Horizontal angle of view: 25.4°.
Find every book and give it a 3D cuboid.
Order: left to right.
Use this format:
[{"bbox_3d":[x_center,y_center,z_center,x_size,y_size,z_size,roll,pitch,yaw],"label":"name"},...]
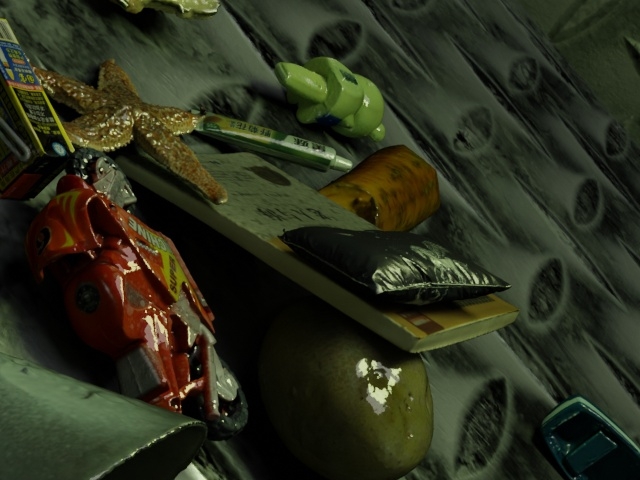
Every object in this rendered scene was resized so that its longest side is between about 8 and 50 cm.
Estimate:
[{"bbox_3d":[0.000,0.000,1.492,0.389,0.032,0.269,31,17,23],"label":"book"}]

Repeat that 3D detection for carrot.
[{"bbox_3d":[0.070,-0.049,1.775,0.114,0.114,0.302,52,26,3],"label":"carrot"}]

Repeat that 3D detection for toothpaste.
[{"bbox_3d":[-0.058,-0.115,1.680,0.204,0.031,0.049,16,29,-16],"label":"toothpaste"}]

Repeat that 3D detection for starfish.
[{"bbox_3d":[-0.208,-0.119,1.443,0.231,0.048,0.295,5,35,-43],"label":"starfish"}]

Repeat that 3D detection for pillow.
[{"bbox_3d":[0.074,0.023,1.370,0.141,0.055,0.208,24,14,38],"label":"pillow"}]

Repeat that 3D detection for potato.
[{"bbox_3d":[0.025,0.142,1.398,0.235,0.160,0.177,-96,165,-64],"label":"potato"}]

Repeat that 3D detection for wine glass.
[{"bbox_3d":[-0.291,0.047,0.893,0.406,0.267,0.267,52,25,9],"label":"wine glass"}]

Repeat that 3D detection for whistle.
[{"bbox_3d":[0.012,-0.193,1.904,0.227,0.085,0.105,15,42,-53],"label":"whistle"}]

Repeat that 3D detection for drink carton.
[{"bbox_3d":[-0.295,-0.124,1.314,0.056,0.071,0.165,0,54,-55],"label":"drink carton"}]

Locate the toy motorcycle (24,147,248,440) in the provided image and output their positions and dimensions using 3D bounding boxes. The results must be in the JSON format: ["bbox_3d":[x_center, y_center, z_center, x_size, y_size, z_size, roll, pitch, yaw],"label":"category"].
[{"bbox_3d":[-0.166,0.054,1.242,0.298,0.089,0.171,61,20,6],"label":"toy motorcycle"}]

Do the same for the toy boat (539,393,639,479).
[{"bbox_3d":[0.402,0.325,1.843,0.299,0.096,0.062,49,16,-8],"label":"toy boat"}]

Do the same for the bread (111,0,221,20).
[{"bbox_3d":[-0.211,-0.378,1.726,0.174,0.133,0.251,1,80,-24],"label":"bread"}]
